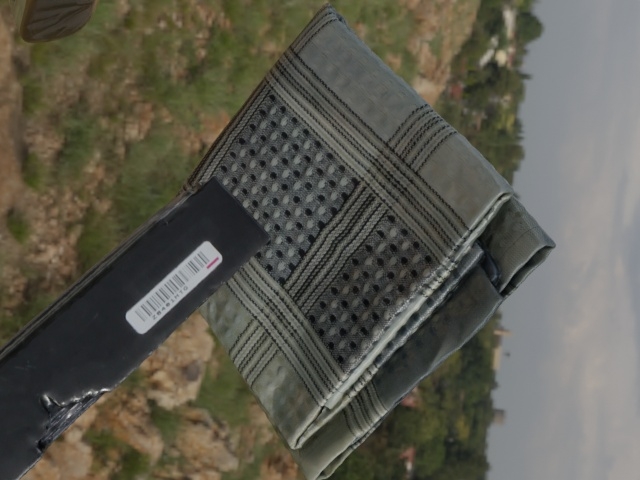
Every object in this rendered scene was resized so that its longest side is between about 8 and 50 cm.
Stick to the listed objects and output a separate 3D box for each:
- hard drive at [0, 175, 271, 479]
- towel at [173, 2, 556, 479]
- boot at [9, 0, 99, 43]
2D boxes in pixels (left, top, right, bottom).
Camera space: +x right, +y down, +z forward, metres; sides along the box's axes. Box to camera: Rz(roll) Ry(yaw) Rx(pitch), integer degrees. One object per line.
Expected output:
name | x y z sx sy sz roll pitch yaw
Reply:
hard drive | -0.180 0.081 0.666 0.237 0.064 0.339 -44 -174 -21
towel | 0.000 0.000 0.825 0.312 0.324 0.056 -49 152 18
boot | -0.238 -0.322 0.792 0.203 0.095 0.262 61 -37 11
